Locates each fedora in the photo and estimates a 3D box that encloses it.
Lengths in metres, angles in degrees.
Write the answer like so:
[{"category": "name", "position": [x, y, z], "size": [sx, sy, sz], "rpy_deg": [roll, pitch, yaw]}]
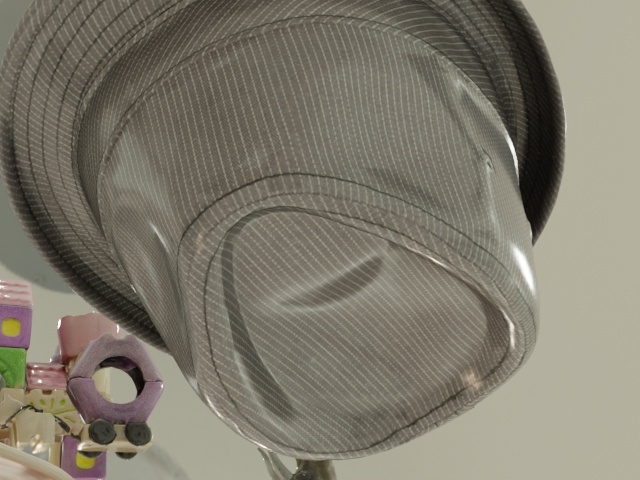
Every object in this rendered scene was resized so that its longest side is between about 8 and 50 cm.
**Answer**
[{"category": "fedora", "position": [0.000, 0.000, 0.467], "size": [0.243, 0.275, 0.124], "rpy_deg": [-26, -135, 8]}]

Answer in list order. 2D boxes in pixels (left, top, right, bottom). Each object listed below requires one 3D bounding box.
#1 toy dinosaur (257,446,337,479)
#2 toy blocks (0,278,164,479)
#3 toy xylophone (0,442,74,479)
[{"category": "toy dinosaur", "position": [0.025, 0.310, 0.963], "size": [0.160, 0.313, 0.121], "rpy_deg": [6, -62, -10]}, {"category": "toy blocks", "position": [-0.318, 0.093, 1.045], "size": [0.288, 0.309, 0.260], "rpy_deg": [7, -114, -20]}, {"category": "toy xylophone", "position": [-0.297, 0.141, 0.685], "size": [0.322, 0.236, 0.081], "rpy_deg": [28, -113, -26]}]
